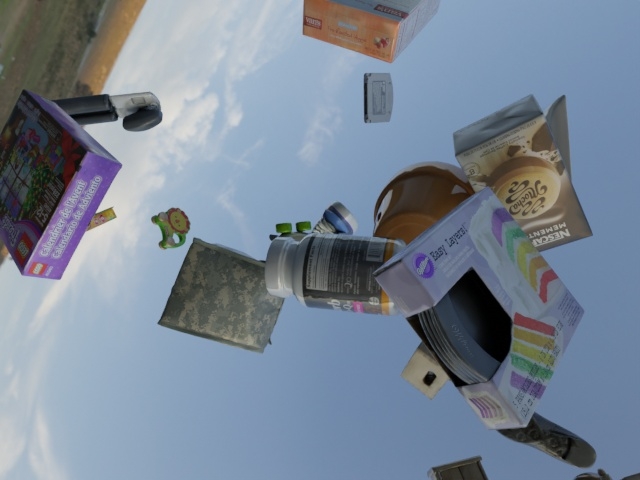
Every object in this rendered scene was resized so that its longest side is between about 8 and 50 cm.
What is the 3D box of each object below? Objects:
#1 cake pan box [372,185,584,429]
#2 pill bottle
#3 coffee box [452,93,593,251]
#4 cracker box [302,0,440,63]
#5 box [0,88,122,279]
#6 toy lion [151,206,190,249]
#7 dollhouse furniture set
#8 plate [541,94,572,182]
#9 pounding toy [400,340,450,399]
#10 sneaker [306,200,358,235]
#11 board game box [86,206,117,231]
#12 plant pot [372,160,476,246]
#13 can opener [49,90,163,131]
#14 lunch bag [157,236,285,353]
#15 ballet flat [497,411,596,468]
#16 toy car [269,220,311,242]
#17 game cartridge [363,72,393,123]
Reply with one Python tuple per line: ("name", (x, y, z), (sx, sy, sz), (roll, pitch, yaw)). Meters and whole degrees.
("cake pan box", (0.228, 0.078, 0.579), (0.245, 0.267, 0.070), (54, -38, 6))
("pill bottle", (0.036, 0.066, 0.881), (0.279, 0.162, 0.162), (4, -109, 15))
("coffee box", (0.420, -0.120, 0.873), (0.168, 0.297, 0.118), (-24, -152, 29))
("cracker box", (0.093, -0.385, 0.682), (0.156, 0.067, 0.232), (25, -128, 14))
("box", (-0.444, -0.100, 0.664), (0.293, 0.057, 0.200), (35, -82, 33))
("toy lion", (-0.349, -0.031, 1.000), (0.034, 0.096, 0.100), (-22, -97, 29))
("dollhouse furniture set", (0.297, 0.432, 0.723), (0.355, 0.303, 0.173), (95, -18, -45))
("plate", (0.586, -0.214, 1.101), (0.045, 0.278, 0.277), (-7, -84, 13))
("pounding toy", (0.232, 0.222, 0.780), (0.100, 0.130, 0.141), (34, -40, 21))
("sneaker", (0.000, 0.000, 1.483), (0.236, 0.130, 0.323), (-42, 176, -11))
("board game box", (-0.589, -0.029, 1.006), (0.259, 0.039, 0.124), (-11, -161, 46))
("plant pot", (0.250, -0.022, 1.008), (0.291, 0.290, 0.203), (-26, -166, 36))
("can opener", (-0.546, -0.317, 1.055), (0.284, 0.076, 0.095), (-9, -120, -6))
("lunch bag", (-0.234, 0.144, 1.097), (0.169, 0.287, 0.235), (176, -65, -77))
("ballet flat", (0.448, 0.394, 0.883), (0.250, 0.058, 0.084), (26, -93, 7))
("toy car", (-0.119, 0.023, 1.377), (0.188, 0.149, 0.155), (-5, -89, 53))
("game cartridge", (0.102, -0.250, 0.734), (0.017, 0.056, 0.083), (-146, -129, -62))
